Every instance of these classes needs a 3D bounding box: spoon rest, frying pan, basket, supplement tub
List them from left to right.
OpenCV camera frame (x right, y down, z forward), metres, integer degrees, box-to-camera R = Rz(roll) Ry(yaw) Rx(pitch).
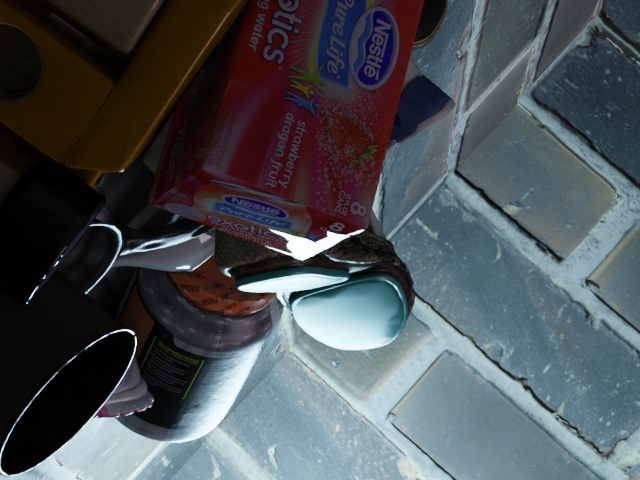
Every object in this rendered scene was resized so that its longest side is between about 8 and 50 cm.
[{"bbox_3d":[-0.284,0.058,1.354,0.154,0.227,0.204,-46,169,-13],"label":"basket"},{"bbox_3d":[-0.238,0.004,1.696,0.326,0.053,0.197,-33,163,-16],"label":"frying pan"},{"bbox_3d":[-0.194,0.022,1.910,0.276,0.084,0.137,-40,-177,18],"label":"spoon rest"},{"bbox_3d":[-0.162,0.105,2.126,0.193,0.193,0.316,-40,167,-41],"label":"supplement tub"}]

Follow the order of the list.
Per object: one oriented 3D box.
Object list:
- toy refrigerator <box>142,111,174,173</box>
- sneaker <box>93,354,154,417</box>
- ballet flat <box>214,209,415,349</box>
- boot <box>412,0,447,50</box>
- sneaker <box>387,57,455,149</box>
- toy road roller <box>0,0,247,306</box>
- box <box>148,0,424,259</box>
[{"bbox_3d":[-0.077,-0.170,1.774,0.269,0.094,0.102,-52,173,29],"label":"toy refrigerator"},{"bbox_3d":[-0.324,0.175,2.010,0.252,0.111,0.103,-14,-176,-43],"label":"sneaker"},{"bbox_3d":[0.000,0.000,1.916,0.164,0.182,0.483,-12,164,15],"label":"ballet flat"},{"bbox_3d":[0.112,-0.306,2.120,0.198,0.077,0.137,-42,163,-38],"label":"boot"},{"bbox_3d":[0.005,-0.188,1.962,0.315,0.182,0.127,-16,-164,47],"label":"sneaker"},{"bbox_3d":[-0.187,-0.142,1.155,0.329,0.202,0.240,-53,-176,24],"label":"toy road roller"},{"bbox_3d":[-0.015,-0.132,1.178,0.122,0.128,0.257,-25,-133,63],"label":"box"}]
